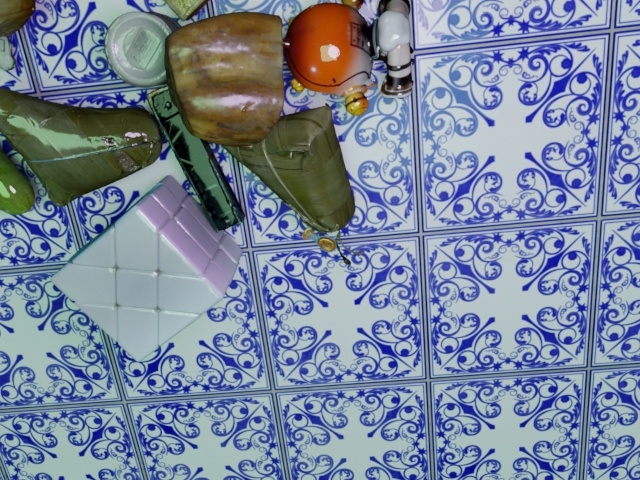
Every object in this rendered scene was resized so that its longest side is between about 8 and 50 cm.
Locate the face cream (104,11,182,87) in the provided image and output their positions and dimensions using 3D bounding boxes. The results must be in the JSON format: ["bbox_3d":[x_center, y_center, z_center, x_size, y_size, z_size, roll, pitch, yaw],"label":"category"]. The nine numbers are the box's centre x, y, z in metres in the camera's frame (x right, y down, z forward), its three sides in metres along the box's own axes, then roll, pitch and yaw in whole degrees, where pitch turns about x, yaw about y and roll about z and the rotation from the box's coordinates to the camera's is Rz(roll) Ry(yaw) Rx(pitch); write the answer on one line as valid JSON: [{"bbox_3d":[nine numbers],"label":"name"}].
[{"bbox_3d":[-0.424,-0.473,1.393,0.177,0.153,0.177,0,110,1],"label":"face cream"}]

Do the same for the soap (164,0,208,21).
[{"bbox_3d":[-0.359,-0.668,1.358,0.140,0.073,0.232,-36,107,19],"label":"soap"}]

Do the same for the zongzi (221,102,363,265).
[{"bbox_3d":[-0.082,-0.148,1.527,0.418,0.181,0.447,7,136,30],"label":"zongzi"}]

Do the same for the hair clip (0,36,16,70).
[{"bbox_3d":[-0.869,-0.510,1.451,0.172,0.049,0.116,11,115,-5],"label":"hair clip"}]

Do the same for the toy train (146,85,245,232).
[{"bbox_3d":[-0.331,-0.219,1.520,0.086,0.089,0.409,-23,108,8],"label":"toy train"}]

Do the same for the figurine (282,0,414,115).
[{"bbox_3d":[0.056,-0.462,1.344,0.323,0.196,0.319,-4,83,14],"label":"figurine"}]

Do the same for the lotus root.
[{"bbox_3d":[-0.234,-0.354,1.289,0.250,0.316,0.316,-6,113,-26],"label":"lotus root"}]

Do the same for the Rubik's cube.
[{"bbox_3d":[-0.445,0.065,1.513,0.322,0.316,0.318,-37,106,16],"label":"Rubik's cube"}]

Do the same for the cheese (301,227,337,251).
[{"bbox_3d":[0.000,0.000,1.630,0.111,0.017,0.047,28,106,-8],"label":"cheese"}]

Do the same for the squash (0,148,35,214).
[{"bbox_3d":[-0.923,-0.226,1.525,0.118,0.118,0.370,-33,103,13],"label":"squash"}]

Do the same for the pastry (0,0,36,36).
[{"bbox_3d":[-0.795,-0.636,1.300,0.330,0.136,0.329,25,134,30],"label":"pastry"}]

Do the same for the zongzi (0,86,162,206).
[{"bbox_3d":[-0.618,-0.303,1.410,0.356,0.174,0.392,-21,130,5],"label":"zongzi"}]
